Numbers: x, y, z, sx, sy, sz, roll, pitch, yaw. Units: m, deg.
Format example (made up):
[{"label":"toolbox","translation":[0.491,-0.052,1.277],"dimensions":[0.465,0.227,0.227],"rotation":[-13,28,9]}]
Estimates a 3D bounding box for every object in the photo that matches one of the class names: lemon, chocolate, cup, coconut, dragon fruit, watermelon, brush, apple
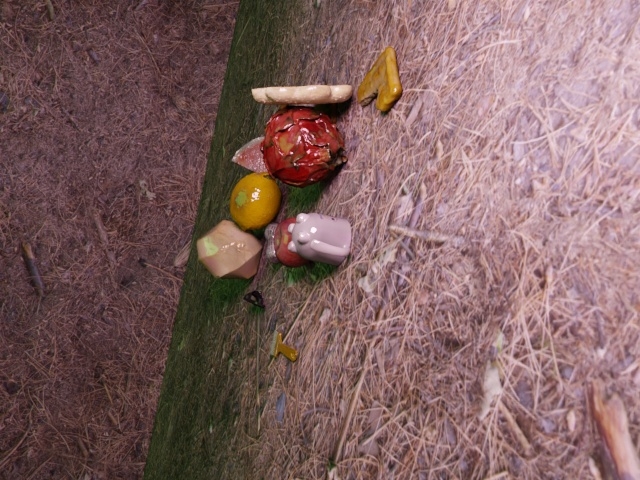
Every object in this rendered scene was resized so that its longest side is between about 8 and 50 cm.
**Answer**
[{"label":"lemon","translation":[-0.242,-0.146,1.938],"dimensions":[0.256,0.188,0.188],"rotation":[-64,27,18]},{"label":"chocolate","translation":[-0.160,0.007,1.827],"dimensions":[0.072,0.072,0.167],"rotation":[-49,39,47]},{"label":"cup","translation":[-0.006,0.006,1.399],"dimensions":[0.134,0.142,0.173],"rotation":[-57,32,38]},{"label":"coconut","translation":[-0.349,0.049,2.034],"dimensions":[0.259,0.259,0.259],"rotation":[-41,43,53]},{"label":"dragon fruit","translation":[-0.057,-0.274,1.534],"dimensions":[0.299,0.244,0.244],"rotation":[17,95,49]},{"label":"watermelon","translation":[-0.256,-0.348,2.122],"dimensions":[0.202,0.207,0.136],"rotation":[46,148,44]},{"label":"brush","translation":[-0.116,0.342,1.641],"dimensions":[0.218,0.010,0.082],"rotation":[3,80,65]},{"label":"apple","translation":[-0.076,0.007,1.583],"dimensions":[0.153,0.120,0.153],"rotation":[-174,90,-67]}]

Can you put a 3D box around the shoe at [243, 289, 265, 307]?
[{"label":"shoe","translation":[-0.234,0.213,1.908],"dimensions":[0.159,0.062,0.053],"rotation":[6,71,67]}]

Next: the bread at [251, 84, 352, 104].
[{"label":"bread","translation":[-0.052,-0.427,1.530],"dimensions":[0.316,0.316,0.054],"rotation":[-149,56,-65]}]

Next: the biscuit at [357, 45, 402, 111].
[{"label":"biscuit","translation":[0.153,-0.397,1.371],"dimensions":[0.174,0.039,0.183],"rotation":[-49,35,45]}]

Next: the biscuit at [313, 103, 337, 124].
[{"label":"biscuit","translation":[-0.007,-0.394,1.728],"dimensions":[0.215,0.034,0.182],"rotation":[-38,45,55]}]

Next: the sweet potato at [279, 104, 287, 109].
[{"label":"sweet potato","translation":[-0.144,-0.554,2.123],"dimensions":[0.115,0.026,0.026],"rotation":[-18,62,60]}]
